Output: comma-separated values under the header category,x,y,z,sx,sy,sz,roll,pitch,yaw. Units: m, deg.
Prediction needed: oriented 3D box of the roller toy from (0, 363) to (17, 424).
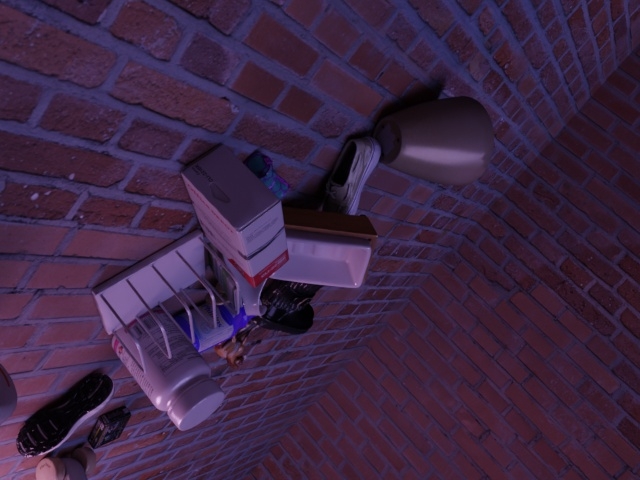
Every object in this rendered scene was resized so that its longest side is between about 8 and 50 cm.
category,x,y,z,sx,sy,sz,roll,pitch,yaw
roller toy,-0.663,0.286,1.191,0.146,0.209,0.191,-42,178,-1

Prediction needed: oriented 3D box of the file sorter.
category,x,y,z,sx,sy,sz,roll,pitch,yaw
file sorter,-0.345,0.147,1.531,0.277,0.173,0.193,-32,155,-26

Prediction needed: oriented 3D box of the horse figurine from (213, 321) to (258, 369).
category,x,y,z,sx,sy,sz,roll,pitch,yaw
horse figurine,-0.275,0.321,2.114,0.174,0.066,0.263,-50,161,-2

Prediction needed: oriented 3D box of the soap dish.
category,x,y,z,sx,sy,sz,roll,pitch,yaw
soap dish,-0.006,0.017,1.790,0.229,0.290,0.118,100,-4,-54

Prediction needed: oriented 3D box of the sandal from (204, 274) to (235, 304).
category,x,y,z,sx,sy,sz,roll,pitch,yaw
sandal,-0.233,0.105,1.815,0.240,0.088,0.079,-21,118,-58

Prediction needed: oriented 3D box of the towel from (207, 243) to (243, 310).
category,x,y,z,sx,sy,sz,roll,pitch,yaw
towel,-0.236,0.090,1.643,0.023,0.152,0.113,-25,154,-20

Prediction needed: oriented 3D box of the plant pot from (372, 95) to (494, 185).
category,x,y,z,sx,sy,sz,roll,pitch,yaw
plant pot,0.287,-0.273,1.832,0.274,0.256,0.256,-5,139,-33

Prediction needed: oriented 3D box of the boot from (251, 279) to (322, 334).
category,x,y,z,sx,sy,sz,roll,pitch,yaw
boot,-0.057,0.170,2.129,0.260,0.131,0.348,-49,157,12

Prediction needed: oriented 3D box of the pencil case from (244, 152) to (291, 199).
category,x,y,z,sx,sy,sz,roll,pitch,yaw
pencil case,-0.123,-0.144,1.538,0.070,0.064,0.152,-20,160,7

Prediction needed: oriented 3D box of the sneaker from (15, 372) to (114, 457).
category,x,y,z,sx,sy,sz,roll,pitch,yaw
sneaker,-0.634,0.452,1.679,0.271,0.100,0.108,-36,162,-20

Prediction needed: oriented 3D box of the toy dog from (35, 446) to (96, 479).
category,x,y,z,sx,sy,sz,roll,pitch,yaw
toy dog,-0.712,0.751,1.859,0.161,0.334,0.220,-35,137,22

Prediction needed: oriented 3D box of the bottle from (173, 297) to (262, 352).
category,x,y,z,sx,sy,sz,roll,pitch,yaw
bottle,-0.286,0.224,1.843,0.283,0.118,0.092,-22,149,-42

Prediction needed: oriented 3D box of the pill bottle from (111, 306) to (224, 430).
category,x,y,z,sx,sy,sz,roll,pitch,yaw
pill bottle,-0.372,0.314,1.633,0.160,0.283,0.160,-36,157,-18

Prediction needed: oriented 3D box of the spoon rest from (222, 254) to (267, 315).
category,x,y,z,sx,sy,sz,roll,pitch,yaw
spoon rest,-0.176,0.085,1.703,0.084,0.137,0.276,-86,174,-60

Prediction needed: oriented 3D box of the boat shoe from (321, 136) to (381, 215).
category,x,y,z,sx,sy,sz,roll,pitch,yaw
boat shoe,0.059,-0.154,1.818,0.094,0.109,0.302,1,124,-40

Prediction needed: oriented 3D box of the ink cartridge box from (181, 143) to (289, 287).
category,x,y,z,sx,sy,sz,roll,pitch,yaw
ink cartridge box,-0.178,-0.048,1.437,0.114,0.197,0.273,-39,158,-16

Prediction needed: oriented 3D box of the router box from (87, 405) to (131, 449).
category,x,y,z,sx,sy,sz,roll,pitch,yaw
router box,-0.621,0.550,1.953,0.092,0.038,0.122,-15,144,-52
